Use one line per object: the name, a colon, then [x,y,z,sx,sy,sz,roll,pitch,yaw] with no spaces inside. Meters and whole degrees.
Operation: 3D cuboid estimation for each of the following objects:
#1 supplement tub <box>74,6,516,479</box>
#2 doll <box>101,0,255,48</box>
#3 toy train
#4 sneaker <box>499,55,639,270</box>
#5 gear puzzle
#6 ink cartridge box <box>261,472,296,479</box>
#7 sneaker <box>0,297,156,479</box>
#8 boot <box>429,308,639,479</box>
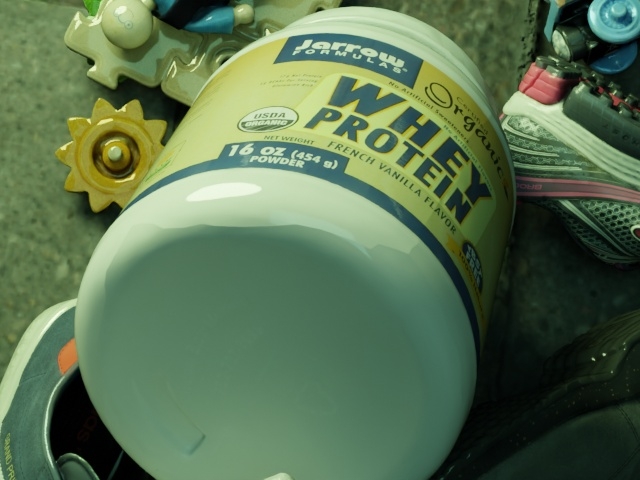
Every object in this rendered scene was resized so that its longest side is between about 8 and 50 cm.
supplement tub: [0.000,0.000,1.015,0.228,0.316,0.228,6,120,10]
doll: [-0.087,-0.211,1.170,0.129,0.046,0.189,44,88,-5]
toy train: [0.245,-0.199,1.215,0.184,0.080,0.105,-25,71,-5]
sneaker: [0.257,-0.015,1.167,0.299,0.121,0.112,32,108,3]
gear puzzle: [-0.085,-0.167,1.211,0.175,0.044,0.339,25,81,1]
ink cartridge box: [-0.080,0.266,0.954,0.296,0.261,0.066,-24,47,17]
sneaker: [-0.172,0.203,1.052,0.131,0.148,0.350,22,76,-34]
boot: [0.173,0.194,1.039,0.338,0.118,0.223,-25,93,-30]
